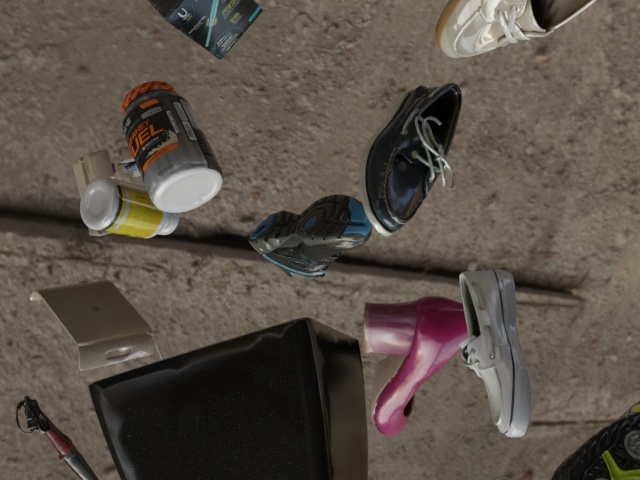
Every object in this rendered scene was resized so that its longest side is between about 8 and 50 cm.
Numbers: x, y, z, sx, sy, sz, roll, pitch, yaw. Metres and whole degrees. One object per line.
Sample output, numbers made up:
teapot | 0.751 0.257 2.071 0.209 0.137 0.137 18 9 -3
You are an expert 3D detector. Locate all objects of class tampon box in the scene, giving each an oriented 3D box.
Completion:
tampon box | -0.201 -0.410 1.146 0.120 0.101 0.161 -45 155 11

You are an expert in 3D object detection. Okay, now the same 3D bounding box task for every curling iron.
curling iron | -0.460 0.380 1.208 0.035 0.068 0.274 -23 122 0

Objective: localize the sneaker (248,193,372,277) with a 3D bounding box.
sneaker | 0.000 0.000 1.370 0.140 0.340 0.125 51 60 -22

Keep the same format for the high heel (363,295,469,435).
high heel | 0.175 0.232 1.138 0.181 0.127 0.377 1 142 11

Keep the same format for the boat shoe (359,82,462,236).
boat shoe | 0.118 -0.106 0.814 0.095 0.079 0.254 56 40 -25

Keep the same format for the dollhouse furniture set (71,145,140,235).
dollhouse furniture set | -0.451 -0.144 1.752 0.303 0.286 0.198 -16 99 -27

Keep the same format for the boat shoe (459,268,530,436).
boat shoe | 0.220 0.145 0.895 0.075 0.226 0.083 4 148 -5

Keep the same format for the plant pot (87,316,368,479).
plant pot | -0.052 0.179 0.569 0.188 0.167 0.187 -19 163 10

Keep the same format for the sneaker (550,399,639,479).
sneaker | 0.465 0.294 0.931 0.384 0.145 0.147 -23 156 -20

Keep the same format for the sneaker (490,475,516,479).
sneaker | 0.200 0.268 0.685 0.152 0.061 0.053 -15 157 21

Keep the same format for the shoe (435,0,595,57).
shoe | 0.194 -0.221 0.578 0.219 0.058 0.076 -32 143 30

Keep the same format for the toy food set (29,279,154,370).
toy food set | -0.618 0.222 1.829 0.219 0.306 0.092 -7 127 -48

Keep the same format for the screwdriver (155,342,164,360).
screwdriver | -0.229 0.179 0.993 0.024 0.025 0.170 -21 149 -15

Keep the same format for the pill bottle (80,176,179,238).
pill bottle | -0.370 -0.059 1.335 0.184 0.103 0.103 14 107 -56

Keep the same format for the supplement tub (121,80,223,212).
supplement tub | -0.236 -0.149 1.055 0.117 0.190 0.117 -23 155 -11
